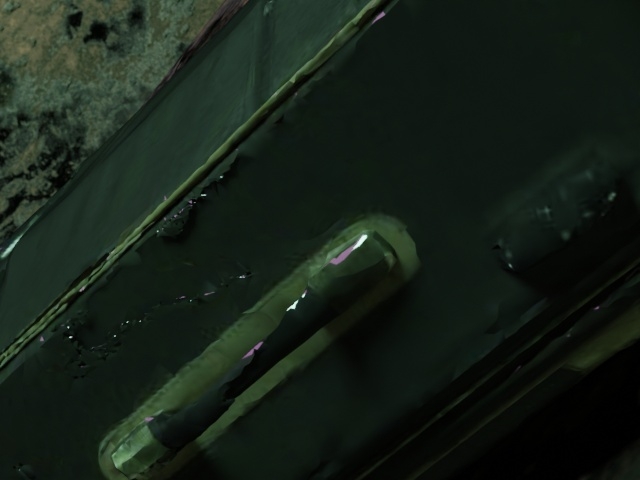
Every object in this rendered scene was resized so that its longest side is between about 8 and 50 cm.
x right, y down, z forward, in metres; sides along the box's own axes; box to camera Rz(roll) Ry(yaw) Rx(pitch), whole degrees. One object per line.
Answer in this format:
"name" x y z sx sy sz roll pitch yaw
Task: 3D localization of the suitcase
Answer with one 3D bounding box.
"suitcase" 0.000 0.000 0.704 0.434 0.194 0.283 -43 10 28
